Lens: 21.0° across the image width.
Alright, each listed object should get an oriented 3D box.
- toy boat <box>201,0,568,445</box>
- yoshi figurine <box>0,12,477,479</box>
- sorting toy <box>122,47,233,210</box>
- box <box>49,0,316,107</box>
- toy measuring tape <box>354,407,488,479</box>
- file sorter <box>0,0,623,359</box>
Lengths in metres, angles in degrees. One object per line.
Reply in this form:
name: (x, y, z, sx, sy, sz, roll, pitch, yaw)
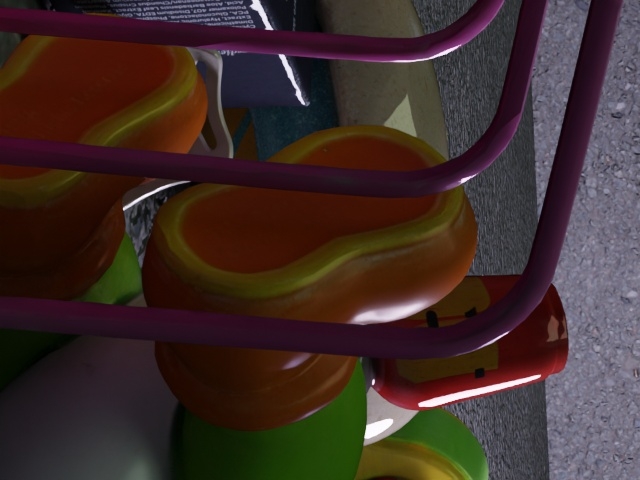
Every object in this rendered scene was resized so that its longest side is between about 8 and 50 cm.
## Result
toy boat: (0.000, 0.000, 0.842, 0.318, 0.148, 0.267, -123, -152, -66)
yoshi figurine: (-0.029, 0.099, 0.627, 0.203, 0.203, 0.362, -99, -170, -52)
sorting toy: (-0.074, -0.053, 0.702, 0.045, 0.075, 0.083, -59, 146, -67)
box: (-0.059, -0.158, 0.737, 0.158, 0.093, 0.156, 61, 29, -63)
toy measuring tape: (0.050, 0.115, 1.159, 0.121, 0.121, 0.330, -71, 156, -57)
file sorter: (-0.027, -0.130, 0.467, 0.291, 0.182, 0.202, -91, -172, -52)
